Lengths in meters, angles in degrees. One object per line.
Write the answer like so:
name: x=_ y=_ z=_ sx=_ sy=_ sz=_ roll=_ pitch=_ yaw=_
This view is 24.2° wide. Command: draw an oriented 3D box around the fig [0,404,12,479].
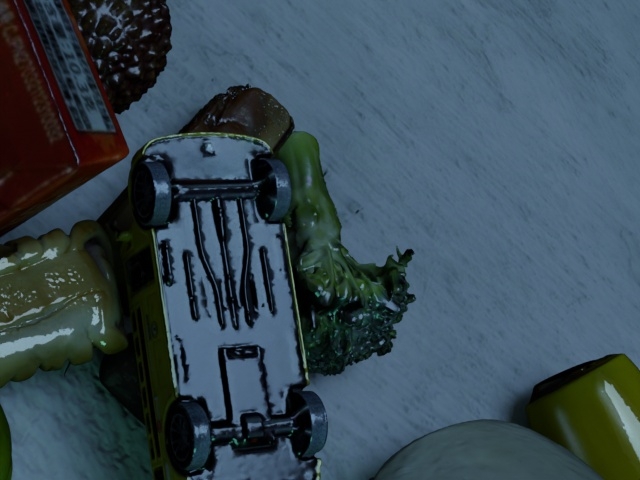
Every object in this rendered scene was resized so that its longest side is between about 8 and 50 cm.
fig: x=-0.398 y=0.182 z=1.150 sx=0.314 sy=0.233 sz=0.233 roll=2 pitch=62 yaw=-10

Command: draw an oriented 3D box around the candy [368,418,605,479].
candy: x=0.215 y=0.334 z=1.533 sx=0.386 sy=0.186 sz=0.427 roll=35 pitch=25 yaw=-5

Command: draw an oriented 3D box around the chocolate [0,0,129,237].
chocolate: x=-0.307 y=-0.124 z=1.362 sx=0.108 sy=0.235 sz=0.237 roll=-9 pitch=73 yaw=-56

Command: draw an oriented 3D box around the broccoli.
broccoli: x=-0.007 y=0.003 z=1.646 sx=0.165 sy=0.145 sz=0.304 roll=7 pitch=51 yaw=-28

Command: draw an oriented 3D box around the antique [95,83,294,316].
antique: x=-0.138 y=-0.057 z=1.576 sx=0.093 sy=0.087 sz=0.310 roll=46 pitch=45 yaw=-11

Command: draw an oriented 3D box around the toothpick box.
toothpick box: x=0.362 y=0.270 z=1.776 sx=0.175 sy=0.175 sz=0.271 roll=-21 pitch=79 yaw=-46

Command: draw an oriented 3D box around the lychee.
lychee: x=-0.246 y=-0.199 z=1.498 sx=0.188 sy=0.188 sz=0.188 roll=21 pitch=54 yaw=-32

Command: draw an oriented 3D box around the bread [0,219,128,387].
bread: x=-0.278 y=0.066 z=1.365 sx=0.225 sy=0.081 sz=0.134 roll=-15 pitch=73 yaw=-33

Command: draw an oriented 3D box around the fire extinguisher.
fire extinguisher: x=-0.146 y=0.169 z=1.456 sx=0.089 sy=0.072 sz=0.267 roll=-46 pitch=102 yaw=-8

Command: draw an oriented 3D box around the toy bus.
toy bus: x=-0.104 y=0.073 z=1.375 sx=0.145 sy=0.151 sz=0.331 roll=-3 pitch=77 yaw=-29
